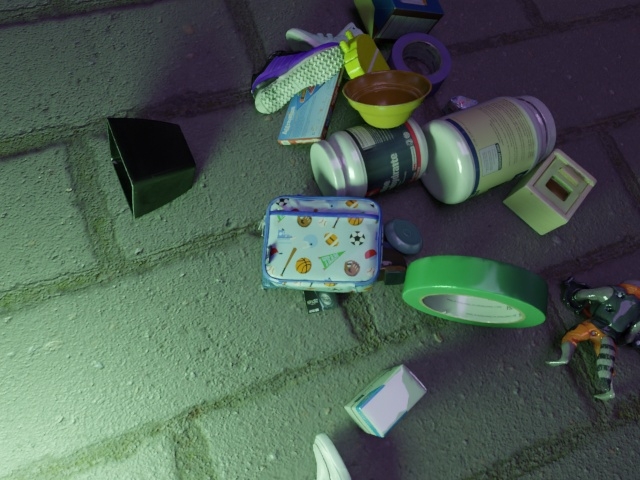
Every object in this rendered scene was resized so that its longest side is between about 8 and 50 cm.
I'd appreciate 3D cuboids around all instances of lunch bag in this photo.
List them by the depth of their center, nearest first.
[{"bbox_3d":[0.000,0.000,1.110,0.303,0.115,0.243,3,75,6],"label":"lunch bag"},{"bbox_3d":[0.423,-0.401,1.386,0.083,0.071,0.053,18,75,-5],"label":"lunch bag"}]

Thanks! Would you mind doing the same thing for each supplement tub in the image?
[{"bbox_3d":[0.130,-0.218,1.217,0.272,0.191,0.191,-20,77,-14],"label":"supplement tub"},{"bbox_3d":[0.451,-0.259,1.258,0.324,0.235,0.236,-22,77,-15],"label":"supplement tub"}]

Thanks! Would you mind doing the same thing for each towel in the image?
[{"bbox_3d":[-0.090,0.091,1.169,0.119,0.029,0.067,0,73,-8],"label":"towel"}]

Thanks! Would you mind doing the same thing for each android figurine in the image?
[{"bbox_3d":[0.145,-0.464,1.285,0.273,0.056,0.248,46,44,-31],"label":"android figurine"}]

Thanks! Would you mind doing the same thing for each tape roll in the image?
[{"bbox_3d":[0.359,0.128,1.073,0.321,0.321,0.077,15,72,-4],"label":"tape roll"},{"bbox_3d":[0.301,-0.541,1.407,0.188,0.080,0.189,3,71,-9],"label":"tape roll"}]

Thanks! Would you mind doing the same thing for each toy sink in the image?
[{"bbox_3d":[0.679,-0.161,1.317,0.153,0.131,0.234,43,71,5],"label":"toy sink"}]

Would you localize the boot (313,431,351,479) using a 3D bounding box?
[{"bbox_3d":[0.011,0.572,0.995,0.123,0.095,0.258,-19,77,-21],"label":"boot"}]

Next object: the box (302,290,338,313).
[{"bbox_3d":[-0.001,0.148,1.163,0.083,0.018,0.067,-9,88,-12],"label":"box"}]

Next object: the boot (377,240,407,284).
[{"bbox_3d":[0.120,0.057,1.204,0.219,0.082,0.106,5,50,-3],"label":"boot"}]

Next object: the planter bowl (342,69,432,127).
[{"bbox_3d":[0.166,-0.345,1.141,0.217,0.090,0.217,-4,40,3],"label":"planter bowl"}]

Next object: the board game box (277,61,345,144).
[{"bbox_3d":[-0.021,-0.401,1.299,0.145,0.027,0.282,4,68,29],"label":"board game box"}]

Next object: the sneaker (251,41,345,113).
[{"bbox_3d":[-0.078,-0.496,1.282,0.293,0.102,0.146,-27,63,10],"label":"sneaker"}]

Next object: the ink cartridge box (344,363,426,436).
[{"bbox_3d":[0.142,0.364,1.033,0.139,0.191,0.082,-39,80,-18],"label":"ink cartridge box"}]

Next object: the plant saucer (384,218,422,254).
[{"bbox_3d":[0.232,-0.017,1.234,0.119,0.021,0.119,14,49,-17],"label":"plant saucer"}]

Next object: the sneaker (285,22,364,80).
[{"bbox_3d":[0.029,-0.604,1.374,0.255,0.094,0.151,23,76,-12],"label":"sneaker"}]

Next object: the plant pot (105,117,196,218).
[{"bbox_3d":[-0.417,-0.193,1.136,0.166,0.188,0.188,-20,76,-26],"label":"plant pot"}]

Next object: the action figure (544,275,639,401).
[{"bbox_3d":[0.789,0.253,1.184,0.341,0.178,0.330,31,80,4],"label":"action figure"}]

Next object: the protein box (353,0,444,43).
[{"bbox_3d":[0.235,-0.734,1.400,0.201,0.136,0.200,-11,74,-31],"label":"protein box"}]
